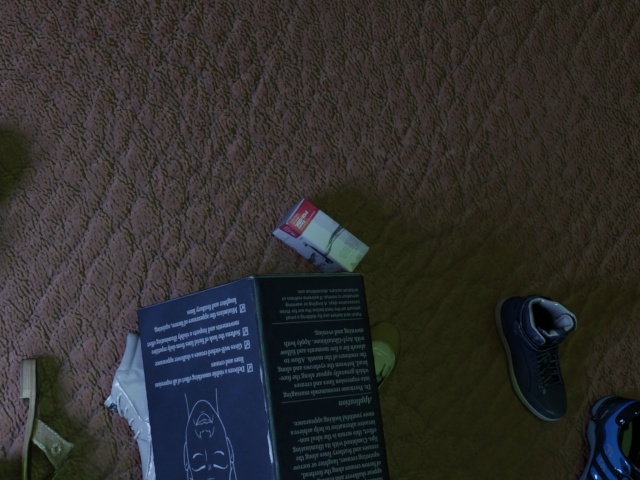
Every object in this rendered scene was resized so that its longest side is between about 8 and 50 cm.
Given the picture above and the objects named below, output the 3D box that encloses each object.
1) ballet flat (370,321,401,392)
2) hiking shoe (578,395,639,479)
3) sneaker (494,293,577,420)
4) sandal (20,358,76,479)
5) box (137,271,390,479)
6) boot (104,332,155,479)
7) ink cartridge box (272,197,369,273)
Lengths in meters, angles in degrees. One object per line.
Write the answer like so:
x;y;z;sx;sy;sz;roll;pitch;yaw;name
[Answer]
0.071;0.231;1.926;0.080;0.073;0.232;36;73;-8;ballet flat
0.499;0.409;1.989;0.113;0.132;0.304;7;79;-15;hiking shoe
0.376;0.195;1.974;0.086;0.163;0.226;-23;89;-20;sneaker
-0.405;0.294;1.771;0.079;0.088;0.240;-2;77;-10;sandal
-0.082;0.263;1.702;0.212;0.293;0.395;0;79;-41;box
-0.272;0.270;1.821;0.123;0.095;0.258;12;69;-8;boot
0.000;0.000;1.929;0.135;0.099;0.056;37;73;-7;ink cartridge box
